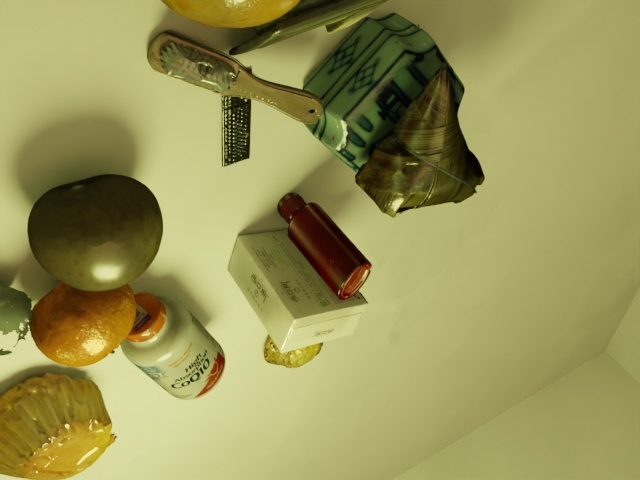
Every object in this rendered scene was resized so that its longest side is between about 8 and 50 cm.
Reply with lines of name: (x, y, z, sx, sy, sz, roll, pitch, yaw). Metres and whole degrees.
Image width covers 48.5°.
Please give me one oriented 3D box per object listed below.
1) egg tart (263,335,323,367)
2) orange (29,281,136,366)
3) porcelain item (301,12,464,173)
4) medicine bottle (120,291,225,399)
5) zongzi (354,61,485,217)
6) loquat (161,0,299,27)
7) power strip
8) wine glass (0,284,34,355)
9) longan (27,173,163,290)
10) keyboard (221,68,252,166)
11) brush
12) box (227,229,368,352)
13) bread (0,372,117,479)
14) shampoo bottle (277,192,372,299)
egg tart: (-0.063, 0.278, 1.878, 0.191, 0.074, 0.191, -22, 141, -19)
orange: (-0.427, 0.139, 1.293, 0.193, 0.193, 0.161, -41, 112, 1)
porcelain item: (0.127, -0.269, 1.390, 0.286, 0.157, 0.281, -46, 143, 7)
medicine bottle: (-0.322, 0.219, 1.505, 0.157, 0.157, 0.289, -35, 144, -6)
zongzi: (0.238, -0.195, 1.323, 0.286, 0.138, 0.300, -12, 137, -41)
loquat: (-0.121, -0.410, 0.924, 0.263, 0.263, 0.263, -24, 142, -21)
power strip: (-0.011, -0.375, 1.124, 0.251, 0.257, 0.092, -20, 103, -20)
wine glass: (-0.632, 0.119, 1.138, 0.321, 0.143, 0.143, 11, 121, -49)
longan: (-0.371, -0.012, 1.185, 0.220, 0.196, 0.197, -18, 139, -35)
keyboard: (-0.155, -0.222, 1.308, 0.063, 0.010, 0.198, -22, 141, -27)
brush: (-0.127, -0.258, 1.185, 0.327, 0.065, 0.070, 15, 114, -33)
box: (-0.054, 0.097, 1.530, 0.194, 0.260, 0.111, -8, 138, -35)
bread: (-0.572, 0.402, 1.488, 0.274, 0.149, 0.274, -30, 144, -25)
shampoo bottle: (0.000, 0.000, 1.471, 0.064, 0.260, 0.102, 6, 125, -46)
